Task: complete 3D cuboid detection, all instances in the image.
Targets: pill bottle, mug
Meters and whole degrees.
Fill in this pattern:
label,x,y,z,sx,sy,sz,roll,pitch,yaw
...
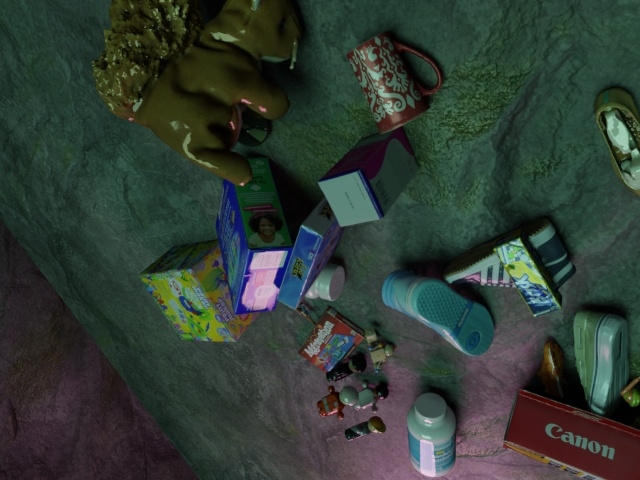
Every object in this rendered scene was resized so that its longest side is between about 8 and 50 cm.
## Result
label,x,y,z,sx,sy,sz,roll,pitch,yaw
pill bottle,0.338,0.586,1.542,0.146,0.146,0.264,10,129,28
pill bottle,-0.051,0.095,1.435,0.221,0.121,0.121,13,130,26
mug,0.144,-0.322,1.005,0.169,0.150,0.113,60,170,-13

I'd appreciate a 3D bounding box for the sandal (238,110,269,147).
label,x,y,z,sx,sy,sz,roll,pitch,yaw
sandal,-0.238,-0.356,1.223,0.120,0.086,0.303,-31,120,7

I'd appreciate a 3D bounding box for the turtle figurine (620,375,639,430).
label,x,y,z,sx,sy,sz,roll,pitch,yaw
turtle figurine,0.771,0.366,1.117,0.217,0.087,0.270,8,138,24

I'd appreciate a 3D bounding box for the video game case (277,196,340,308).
label,x,y,z,sx,sy,sz,roll,pitch,yaw
video game case,0.000,0.000,1.235,0.061,0.244,0.270,28,135,7

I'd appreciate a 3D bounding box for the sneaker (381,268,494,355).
label,x,y,z,sx,sy,sz,roll,pitch,yaw
sneaker,0.287,0.169,1.284,0.319,0.127,0.208,39,170,-29

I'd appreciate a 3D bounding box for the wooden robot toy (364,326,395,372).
label,x,y,z,sx,sy,sz,roll,pitch,yaw
wooden robot toy,0.182,0.318,1.512,0.079,0.076,0.173,-16,119,2

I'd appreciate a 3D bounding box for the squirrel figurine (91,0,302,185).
label,x,y,z,sx,sy,sz,roll,pitch,yaw
squirrel figurine,-0.233,-0.376,1.017,0.397,0.281,0.370,26,104,-21

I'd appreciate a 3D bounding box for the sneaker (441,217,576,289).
label,x,y,z,sx,sy,sz,roll,pitch,yaw
sneaker,0.413,0.075,1.120,0.282,0.099,0.153,-32,101,42

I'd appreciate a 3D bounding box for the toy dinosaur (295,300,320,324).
label,x,y,z,sx,sy,sz,roll,pitch,yaw
toy dinosaur,-0.048,0.233,1.586,0.082,0.090,0.047,65,157,19

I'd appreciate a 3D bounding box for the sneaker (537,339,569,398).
label,x,y,z,sx,sy,sz,roll,pitch,yaw
sneaker,0.561,0.317,1.240,0.067,0.064,0.175,6,124,43

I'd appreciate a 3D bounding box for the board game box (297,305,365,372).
label,x,y,z,sx,sy,sz,roll,pitch,yaw
board game box,0.031,0.332,1.636,0.145,0.027,0.281,35,136,7

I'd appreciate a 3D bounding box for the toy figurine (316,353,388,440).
label,x,y,z,sx,sy,sz,roll,pitch,yaw
toy figurine,0.113,0.491,1.581,0.148,0.213,0.209,-35,104,29

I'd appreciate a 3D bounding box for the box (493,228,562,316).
label,x,y,z,sx,sy,sz,roll,pitch,yaw
box,0.417,0.065,1.016,0.059,0.054,0.169,-29,97,34

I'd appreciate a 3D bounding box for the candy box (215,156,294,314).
label,x,y,z,sx,sy,sz,roll,pitch,yaw
candy box,-0.181,-0.015,1.313,0.268,0.122,0.317,111,147,-46

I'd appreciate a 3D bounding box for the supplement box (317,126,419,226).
label,x,y,z,sx,sy,sz,roll,pitch,yaw
supplement box,0.108,-0.139,1.070,0.114,0.220,0.111,-10,117,40

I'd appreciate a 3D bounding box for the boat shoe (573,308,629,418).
label,x,y,z,sx,sy,sz,roll,pitch,yaw
boat shoe,0.631,0.278,1.149,0.094,0.109,0.302,26,137,50

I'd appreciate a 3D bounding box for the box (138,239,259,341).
label,x,y,z,sx,sy,sz,roll,pitch,yaw
box,-0.396,0.173,1.692,0.279,0.177,0.290,-7,119,38

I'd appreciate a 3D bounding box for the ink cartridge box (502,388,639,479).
label,x,y,z,sx,sy,sz,roll,pitch,yaw
ink cartridge box,0.608,0.485,1.210,0.309,0.130,0.272,15,161,25

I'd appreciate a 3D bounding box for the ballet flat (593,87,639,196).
label,x,y,z,sx,sy,sz,roll,pitch,yaw
ballet flat,0.534,-0.151,0.876,0.080,0.073,0.232,-25,108,44
